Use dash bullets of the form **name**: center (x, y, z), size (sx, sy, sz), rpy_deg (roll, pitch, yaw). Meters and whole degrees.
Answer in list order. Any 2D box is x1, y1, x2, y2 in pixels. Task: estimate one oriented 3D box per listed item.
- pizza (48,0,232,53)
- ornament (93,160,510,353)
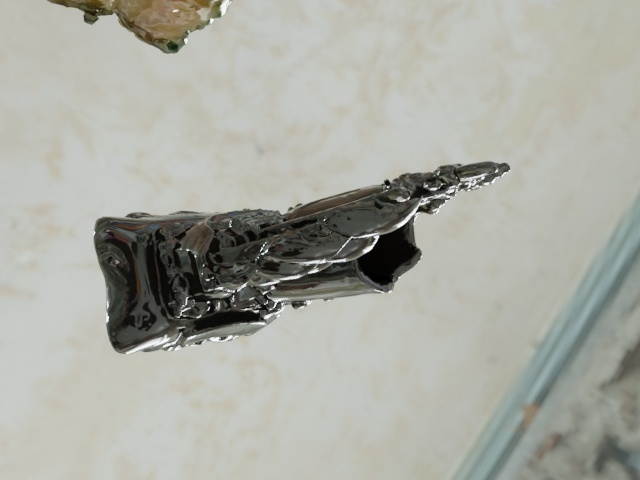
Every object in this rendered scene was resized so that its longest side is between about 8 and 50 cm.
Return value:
- **pizza**: center (-0.152, -0.189, 0.790), size (0.289, 0.229, 0.081), rpy_deg (51, -145, -47)
- **ornament**: center (0.000, 0.000, 1.288), size (0.251, 0.260, 0.106), rpy_deg (-8, -97, -60)
